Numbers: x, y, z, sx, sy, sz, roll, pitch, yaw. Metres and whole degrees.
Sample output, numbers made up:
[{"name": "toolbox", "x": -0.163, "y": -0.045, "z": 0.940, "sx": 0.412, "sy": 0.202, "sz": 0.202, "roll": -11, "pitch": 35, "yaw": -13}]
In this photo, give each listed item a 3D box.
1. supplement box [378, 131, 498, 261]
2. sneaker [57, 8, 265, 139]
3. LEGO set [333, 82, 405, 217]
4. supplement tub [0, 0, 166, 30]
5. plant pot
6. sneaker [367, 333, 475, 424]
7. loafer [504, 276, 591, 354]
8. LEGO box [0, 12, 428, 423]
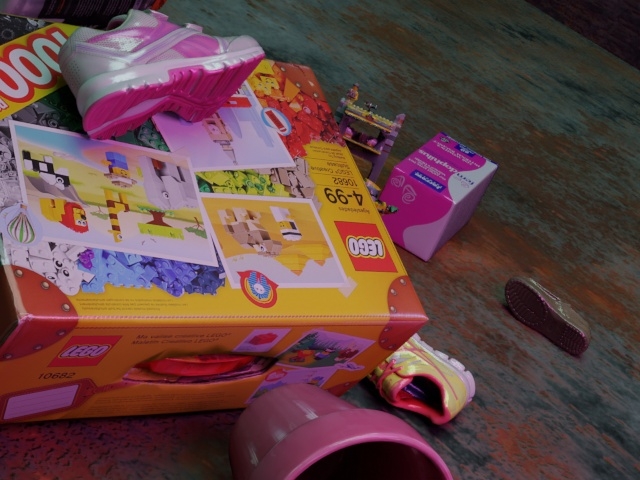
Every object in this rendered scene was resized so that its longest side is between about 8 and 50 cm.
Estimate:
[{"name": "supplement box", "x": 0.174, "y": -0.070, "z": 1.976, "sx": 0.111, "sy": 0.114, "sz": 0.220, "roll": 31, "pitch": 30, "yaw": 11}, {"name": "sneaker", "x": -0.158, "y": -0.185, "z": 1.299, "sx": 0.252, "sy": 0.103, "sz": 0.111, "roll": -17, "pitch": 69, "yaw": -51}, {"name": "LEGO set", "x": -0.021, "y": -0.144, "z": 1.804, "sx": 0.331, "sy": 0.192, "sz": 0.255, "roll": 25, "pitch": 10, "yaw": 7}, {"name": "supplement tub", "x": -0.405, "y": -0.435, "z": 2.048, "sx": 0.207, "sy": 0.207, "sz": 0.338, "roll": 40, "pitch": 30, "yaw": 27}, {"name": "plant pot", "x": 0.000, "y": 0.232, "z": 1.232, "sx": 0.201, "sy": 0.201, "sz": 0.180, "roll": 9, "pitch": 15, "yaw": -27}, {"name": "sneaker", "x": 0.086, "y": 0.149, "z": 1.547, "sx": 0.208, "sy": 0.081, "sz": 0.094, "roll": 28, "pitch": 29, "yaw": 6}, {"name": "loafer", "x": 0.328, "y": 0.106, "z": 1.855, "sx": 0.148, "sy": 0.056, "sz": 0.050, "roll": 44, "pitch": 31, "yaw": 14}, {"name": "LEGO box", "x": -0.183, "y": -0.020, "z": 1.366, "sx": 0.500, "sy": 0.193, "sz": 0.372, "roll": 2, "pitch": 54, "yaw": -42}]
